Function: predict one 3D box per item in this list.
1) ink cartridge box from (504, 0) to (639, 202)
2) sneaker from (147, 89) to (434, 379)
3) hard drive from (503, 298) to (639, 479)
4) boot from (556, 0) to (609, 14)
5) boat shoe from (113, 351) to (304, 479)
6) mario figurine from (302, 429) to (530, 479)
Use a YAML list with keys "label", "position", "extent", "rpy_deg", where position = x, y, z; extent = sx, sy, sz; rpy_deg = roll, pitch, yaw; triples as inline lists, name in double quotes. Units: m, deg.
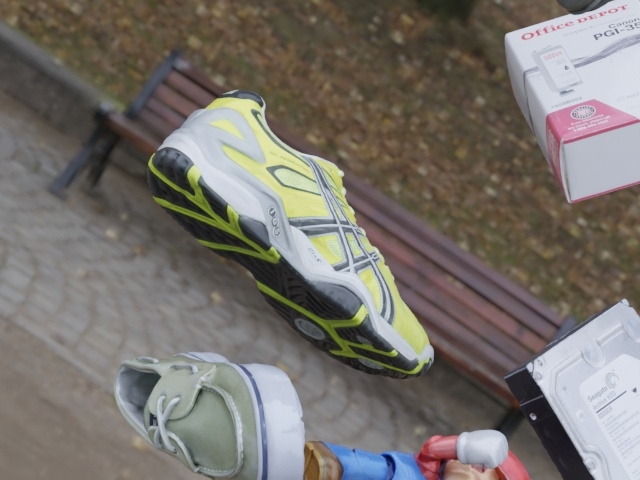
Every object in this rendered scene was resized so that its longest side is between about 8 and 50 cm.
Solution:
- label: "ink cartridge box"
  position: [0.391, -0.201, 1.936]
  extent: [0.283, 0.207, 0.117]
  rpy_deg: [-105, 178, -50]
- label: "sneaker"
  position: [0.000, 0.000, 1.461]
  extent: [0.385, 0.147, 0.145]
  rpy_deg: [46, -28, -23]
- label: "hard drive"
  position: [0.422, 0.273, 1.901]
  extent: [0.237, 0.064, 0.339]
  rpy_deg: [-26, 83, -38]
- label: "boot"
  position: [0.296, -0.212, 1.150]
  extent: [0.208, 0.190, 0.076]
  rpy_deg: [36, -28, -27]
- label: "boat shoe"
  position: [-0.096, 0.149, 1.135]
  extent: [0.094, 0.109, 0.302]
  rpy_deg: [0, 2, -21]
- label: "mario figurine"
  position: [0.127, 0.326, 1.752]
  extent: [0.320, 0.170, 0.198]
  rpy_deg: [2, -14, -23]
